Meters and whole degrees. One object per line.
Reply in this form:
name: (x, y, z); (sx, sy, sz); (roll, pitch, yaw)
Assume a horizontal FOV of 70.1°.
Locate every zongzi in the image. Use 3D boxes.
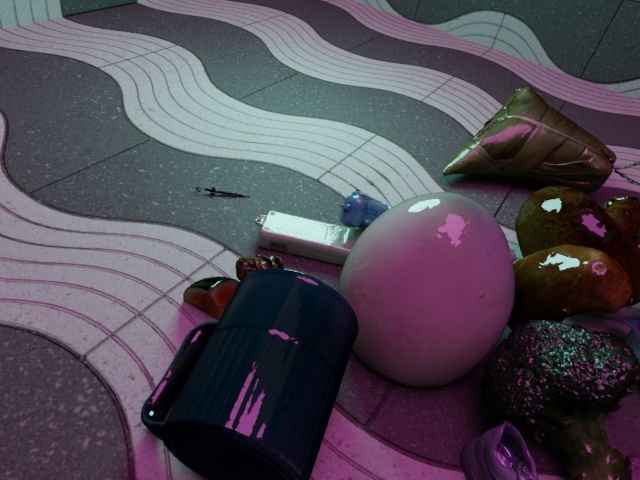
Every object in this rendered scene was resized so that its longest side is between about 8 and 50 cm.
zongzi: (0.714, -0.210, 1.502); (0.500, 0.218, 0.467); (41, 74, 13)

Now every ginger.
ginger: (0.475, 0.103, 0.936); (0.165, 0.321, 0.172); (-26, 72, -18)

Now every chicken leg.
chicken leg: (-0.092, 0.082, 0.999); (0.196, 0.125, 0.080); (22, 82, 14)

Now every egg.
egg: (0.224, 0.065, 0.924); (0.355, 0.339, 0.354); (6, 41, -5)

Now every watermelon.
watermelon: (-0.213, 0.122, 0.972); (0.135, 0.125, 0.094); (-2, 72, -41)

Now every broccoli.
broccoli: (0.438, 0.282, 0.810); (0.298, 0.297, 0.297); (-10, 68, -23)

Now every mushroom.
mushroom: (0.679, 0.004, 1.105); (0.356, 0.334, 0.330); (-18, 61, 14)

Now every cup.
cup: (-0.116, 0.222, 0.751); (0.308, 0.242, 0.292); (18, 45, 4)

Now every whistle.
whistle: (0.144, -0.056, 1.167); (0.269, 0.093, 0.180); (19, 2, -41)

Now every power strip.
power strip: (0.000, 0.000, 1.150); (0.339, 0.058, 0.098); (13, 41, 2)

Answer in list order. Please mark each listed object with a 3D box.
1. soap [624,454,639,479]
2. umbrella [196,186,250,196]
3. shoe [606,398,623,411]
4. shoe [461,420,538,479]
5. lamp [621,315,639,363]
soap: (0.607, 0.470, 0.767); (0.203, 0.065, 0.122); (25, 44, 15)
umbrella: (-0.270, -0.135, 1.264); (0.149, 0.022, 0.022); (6, 69, -6)
shoe: (0.580, 0.263, 0.974); (0.078, 0.079, 0.195); (-19, 44, -11)
shoe: (0.308, 0.412, 0.713); (0.095, 0.137, 0.245); (-3, 44, -9)
lamp: (0.772, 0.272, 0.959); (0.210, 0.147, 0.284); (17, 43, -1)
